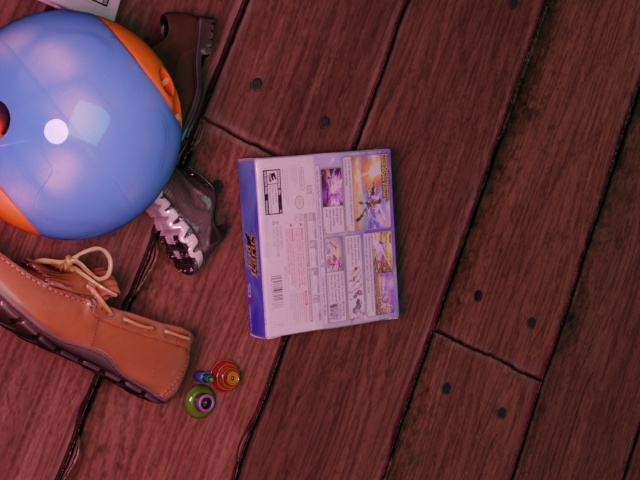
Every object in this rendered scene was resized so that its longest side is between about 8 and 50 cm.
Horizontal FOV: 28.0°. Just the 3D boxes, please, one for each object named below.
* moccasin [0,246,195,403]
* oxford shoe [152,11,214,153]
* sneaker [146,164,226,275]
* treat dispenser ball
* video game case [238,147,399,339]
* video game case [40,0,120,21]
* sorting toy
[{"bbox_3d":[-0.319,0.086,1.713,0.380,0.139,0.147,32,74,-30],"label":"moccasin"},{"bbox_3d":[-0.210,-0.218,1.793,0.096,0.083,0.227,12,62,-17],"label":"oxford shoe"},{"bbox_3d":[-0.206,-0.073,1.820,0.106,0.078,0.234,-39,113,-32],"label":"sneaker"},{"bbox_3d":[-0.317,-0.145,1.613,0.288,0.288,0.288,-2,94,-33],"label":"treat dispenser ball"},{"bbox_3d":[0.000,0.000,1.962,0.244,0.061,0.270,-6,96,-31],"label":"video game case"},{"bbox_3d":[-0.362,-0.489,1.700,0.300,0.036,0.329,20,82,-39],"label":"video game case"},{"bbox_3d":[-0.156,0.216,1.883,0.102,0.042,0.061,-50,116,-20],"label":"sorting toy"}]
